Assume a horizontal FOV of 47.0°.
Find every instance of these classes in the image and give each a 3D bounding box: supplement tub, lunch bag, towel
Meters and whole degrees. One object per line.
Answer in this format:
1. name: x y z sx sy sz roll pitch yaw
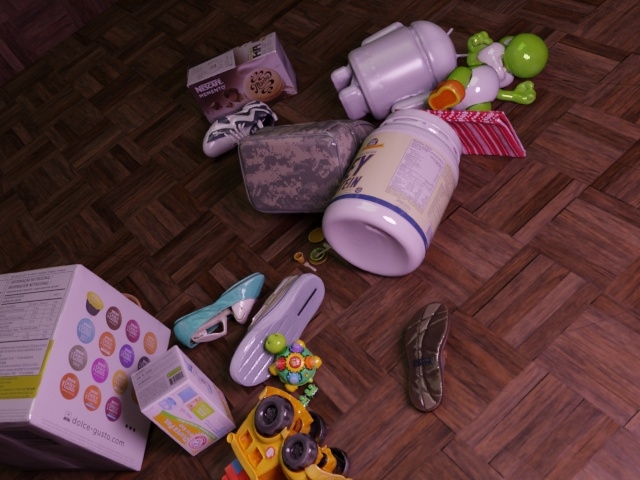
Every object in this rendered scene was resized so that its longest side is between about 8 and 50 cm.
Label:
1. supplement tub: 0.168 -0.109 1.637 0.235 0.235 0.325 7 54 33
2. lunch bag: -0.011 -0.200 1.834 0.305 0.213 0.256 -1 24 29
3. towel: 0.320 -0.245 1.715 0.274 0.199 0.031 7 73 33

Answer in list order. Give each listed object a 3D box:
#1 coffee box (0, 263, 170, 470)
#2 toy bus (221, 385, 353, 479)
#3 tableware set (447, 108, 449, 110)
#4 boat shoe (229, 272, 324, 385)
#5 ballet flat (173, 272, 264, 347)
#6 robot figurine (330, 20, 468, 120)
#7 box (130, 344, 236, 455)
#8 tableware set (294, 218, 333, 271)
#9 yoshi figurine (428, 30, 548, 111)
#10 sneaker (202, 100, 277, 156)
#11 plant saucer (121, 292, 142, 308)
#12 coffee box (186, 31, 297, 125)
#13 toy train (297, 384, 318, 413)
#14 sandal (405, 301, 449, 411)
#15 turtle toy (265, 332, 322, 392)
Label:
1. coffee box: -0.578 0.282 1.570 0.338 0.338 0.335 -8 56 24
2. toy bus: -0.079 0.417 1.363 0.211 0.149 0.220 -46 47 2
3. tableware set: 0.334 -0.321 1.900 0.141 0.020 0.169 18 59 35
4. boat shoe: -0.102 0.193 1.615 0.094 0.109 0.302 -1 40 49
5. ballet flat: -0.221 0.172 1.711 0.247 0.083 0.087 -32 67 -2
6. robot figurine: 0.210 -0.450 1.954 0.353 0.200 0.300 -24 64 6
7. box: -0.274 0.328 1.492 0.114 0.203 0.103 -34 43 -1
8. tableware set: 0.000 0.000 1.779 0.154 0.024 0.104 -46 45 -16
9. yoshi figurine: 0.436 -0.408 1.808 0.203 0.204 0.362 29 55 21
10. sneaker: -0.222 -0.310 2.131 0.235 0.094 0.153 -33 34 -18
11. plant saucer: -0.529 0.223 1.846 0.199 0.037 0.200 -15 44 15
12. coffee box: -0.240 -0.492 2.257 0.297 0.168 0.119 -18 44 12
13. toy train: -0.034 0.329 1.499 0.023 0.017 0.083 28 67 31
14. sandal: 0.217 0.227 1.435 0.089 0.060 0.220 -12 60 26
15. turtle toy: -0.063 0.246 1.527 0.130 0.066 0.095 44 76 12
